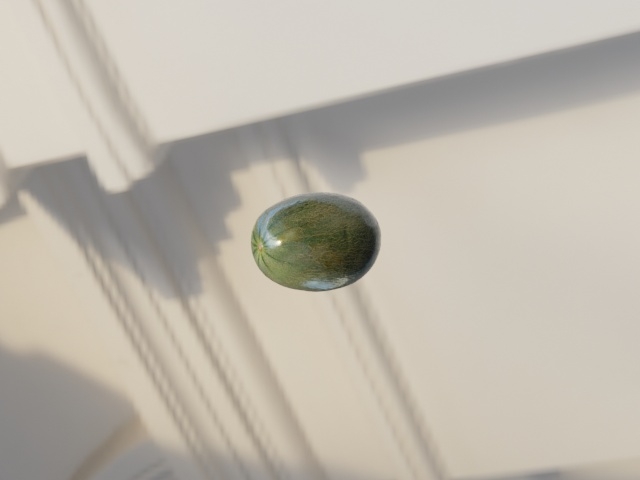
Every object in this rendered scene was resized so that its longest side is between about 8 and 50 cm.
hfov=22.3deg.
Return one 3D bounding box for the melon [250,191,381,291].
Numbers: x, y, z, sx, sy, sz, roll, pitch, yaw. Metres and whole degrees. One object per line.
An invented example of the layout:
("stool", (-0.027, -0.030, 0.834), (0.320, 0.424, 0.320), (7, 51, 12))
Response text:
("melon", (0.000, 0.000, 1.840), (0.167, 0.114, 0.114), (-2, -99, -30))
